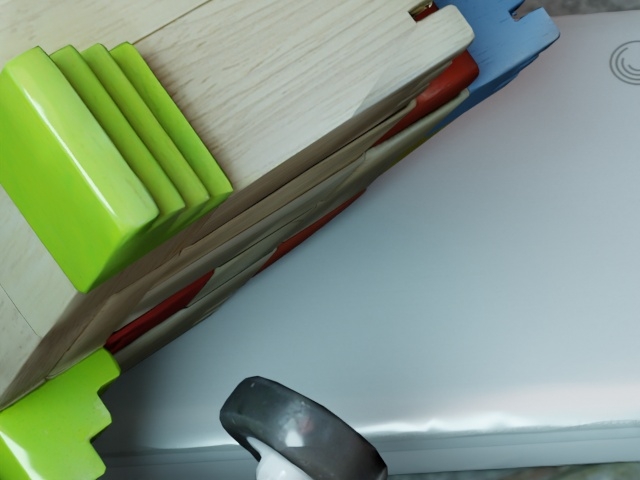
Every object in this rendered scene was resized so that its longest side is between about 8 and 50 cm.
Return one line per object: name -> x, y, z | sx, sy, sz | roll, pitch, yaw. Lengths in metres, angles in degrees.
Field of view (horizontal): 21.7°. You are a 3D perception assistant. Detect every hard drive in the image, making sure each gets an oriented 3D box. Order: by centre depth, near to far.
hard drive -> 0.000, 0.000, 0.772 | 0.353, 0.047, 0.233 | -3, 54, 4

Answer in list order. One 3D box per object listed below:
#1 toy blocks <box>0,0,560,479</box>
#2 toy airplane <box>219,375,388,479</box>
toy blocks -> -0.039, -0.046, 0.597 | 0.261, 0.381, 0.191 | -34, 86, -26
toy airplane -> 0.115, 0.196, 0.477 | 0.386, 0.272, 0.384 | -32, 35, 24
